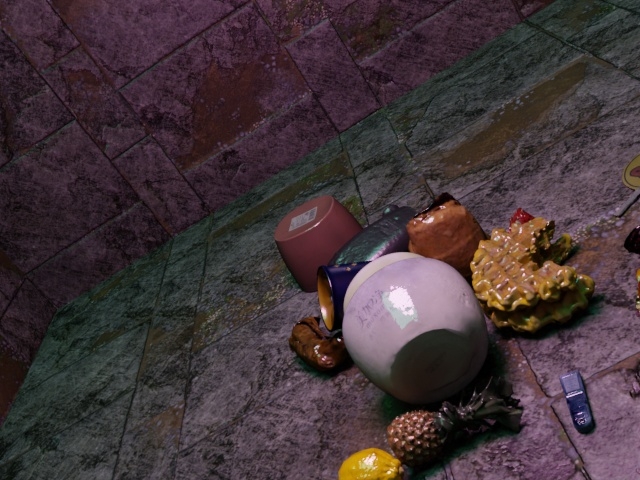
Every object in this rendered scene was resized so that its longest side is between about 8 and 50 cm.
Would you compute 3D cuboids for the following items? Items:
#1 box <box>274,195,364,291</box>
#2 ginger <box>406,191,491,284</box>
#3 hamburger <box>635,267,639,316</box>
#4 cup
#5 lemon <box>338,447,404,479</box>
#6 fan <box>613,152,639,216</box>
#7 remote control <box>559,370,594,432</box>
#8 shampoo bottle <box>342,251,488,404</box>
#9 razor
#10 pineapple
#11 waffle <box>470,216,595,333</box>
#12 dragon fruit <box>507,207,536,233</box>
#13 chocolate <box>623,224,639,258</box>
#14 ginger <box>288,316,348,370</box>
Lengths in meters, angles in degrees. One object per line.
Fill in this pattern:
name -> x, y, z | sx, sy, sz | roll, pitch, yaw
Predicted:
box -> 0.000, 0.000, 2.482 | 0.301, 0.216, 0.301 | -27, 26, 14
ginger -> 0.346, 0.019, 1.956 | 0.200, 0.223, 0.269 | -41, -15, 9
hamburger -> 0.726, 0.111, 1.408 | 0.243, 0.138, 0.261 | -15, 34, 33
cup -> 0.122, 0.135, 2.023 | 0.256, 0.178, 0.255 | -8, 9, -14
lemon -> 0.107, 0.495, 1.539 | 0.155, 0.114, 0.114 | -27, 25, 27
fan -> 0.870, -0.169, 1.901 | 0.335, 0.011, 0.229 | -42, 25, -16
remote control -> 0.509, 0.317, 1.455 | 0.043, 0.027, 0.152 | -30, 22, 21
shampoo bottle -> 0.217, 0.202, 1.690 | 0.322, 0.322, 0.317 | -35, 37, 1
razor -> 0.184, 0.023, 2.306 | 0.327, 0.107, 0.189 | -40, 41, -12
pineapple -> 0.282, 0.384, 1.532 | 0.277, 0.130, 0.119 | -29, -5, 18
waffle -> 0.495, 0.082, 1.753 | 0.261, 0.151, 0.324 | -25, 23, 15
dragon fruit -> 0.542, -0.030, 2.007 | 0.131, 0.063, 0.097 | -46, 26, -23
chocolate -> 0.754, 0.029, 1.580 | 0.156, 0.156, 0.133 | -26, 53, 21
ginger -> -0.008, 0.294, 2.077 | 0.133, 0.107, 0.309 | -38, 21, -11
